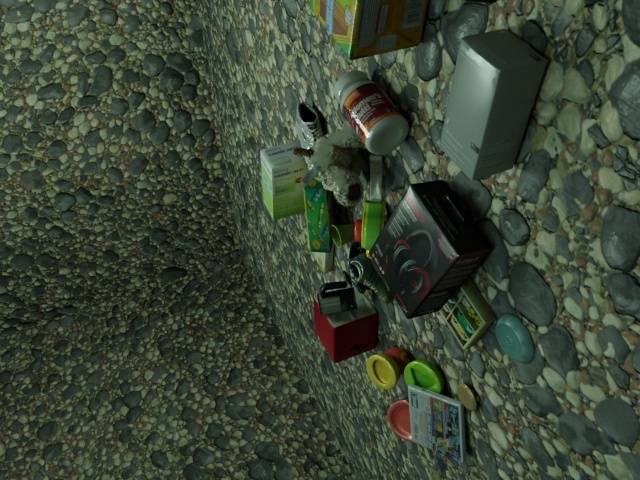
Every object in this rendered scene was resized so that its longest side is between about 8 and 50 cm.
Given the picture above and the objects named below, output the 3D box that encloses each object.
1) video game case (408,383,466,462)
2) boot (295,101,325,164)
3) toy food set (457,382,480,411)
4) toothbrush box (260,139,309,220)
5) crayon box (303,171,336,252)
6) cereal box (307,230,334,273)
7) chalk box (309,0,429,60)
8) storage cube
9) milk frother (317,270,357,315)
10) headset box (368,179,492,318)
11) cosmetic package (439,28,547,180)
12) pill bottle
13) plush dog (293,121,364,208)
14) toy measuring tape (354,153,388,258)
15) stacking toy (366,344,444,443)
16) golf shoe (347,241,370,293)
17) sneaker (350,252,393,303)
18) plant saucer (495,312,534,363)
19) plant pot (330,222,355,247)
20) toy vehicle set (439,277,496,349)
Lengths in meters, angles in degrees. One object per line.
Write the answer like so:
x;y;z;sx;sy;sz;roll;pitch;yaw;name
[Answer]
0.349;0.548;1.663;0.184;0.023;0.201;10;113;43;video game case
-0.029;-0.361;1.917;0.123;0.095;0.258;87;159;-58;boot
0.406;0.430;1.521;0.083;0.020;0.082;92;153;-48;toy food set
-0.110;-0.232;2.115;0.283;0.206;0.122;94;152;-50;toothbrush box
0.002;-0.114;1.979;0.165;0.081;0.278;-76;-15;-51;crayon box
0.000;0.000;2.281;0.240;0.048;0.173;94;152;-50;cereal box
0.089;-0.564;1.214;0.180;0.179;0.288;95;151;-51;chalk box
0.094;0.307;2.079;0.215;0.184;0.193;-127;26;-47;storage cube
0.055;0.187;1.985;0.143;0.135;0.129;-95;-5;-73;milk frother
0.256;0.014;1.318;0.218;0.110;0.293;63;146;29;headset box
0.306;-0.244;1.008;0.237;0.107;0.127;85;161;-46;cosmetic package
0.126;-0.336;1.432;0.121;0.121;0.221;96;150;-53;pill bottle
0.050;-0.218;1.633;0.225;0.211;0.262;34;-117;-69;plush dog
0.156;-0.080;1.613;0.121;0.122;0.329;-131;34;-52;toy measuring tape
0.321;0.482;1.777;0.280;0.130;0.308;-17;95;47;stacking toy
0.123;0.089;1.947;0.094;0.077;0.198;-141;37;-61;golf shoe
0.164;0.132;1.847;0.064;0.086;0.192;118;131;-67;sneaker
0.429;0.222;1.238;0.119;0.021;0.119;161;90;-73;plant saucer
0.088;-0.026;1.929;0.083;0.079;0.083;161;90;-73;plant pot
0.333;0.129;1.410;0.166;0.035;0.266;99;148;-55;toy vehicle set
